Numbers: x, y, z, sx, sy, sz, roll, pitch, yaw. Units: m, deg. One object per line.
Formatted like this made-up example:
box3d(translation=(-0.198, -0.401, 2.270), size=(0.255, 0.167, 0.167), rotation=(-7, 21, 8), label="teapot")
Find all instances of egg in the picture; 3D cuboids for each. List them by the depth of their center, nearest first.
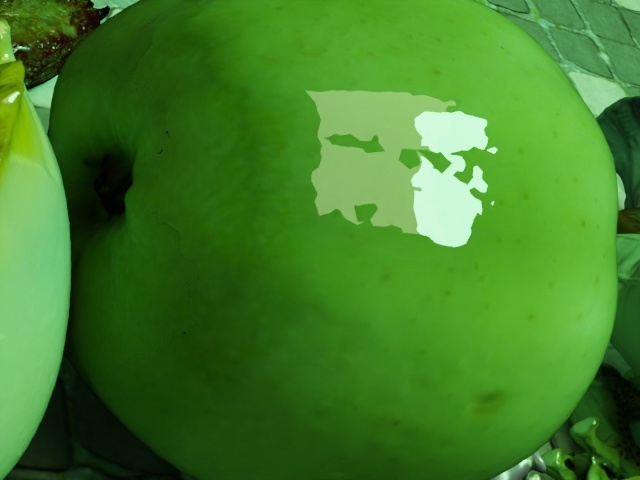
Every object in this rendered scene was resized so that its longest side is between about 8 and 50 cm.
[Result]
box3d(translation=(-0.221, 0.028, 0.708), size=(0.174, 0.264, 0.286), rotation=(33, 70, -40), label="egg")

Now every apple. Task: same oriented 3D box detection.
box3d(translation=(0.000, 0.000, 0.820), size=(0.357, 0.357, 0.357), rotation=(20, 40, -18), label="apple")

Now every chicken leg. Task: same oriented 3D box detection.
box3d(translation=(-0.263, -0.159, 1.023), size=(0.106, 0.051, 0.253), rotation=(45, 39, 22), label="chicken leg")

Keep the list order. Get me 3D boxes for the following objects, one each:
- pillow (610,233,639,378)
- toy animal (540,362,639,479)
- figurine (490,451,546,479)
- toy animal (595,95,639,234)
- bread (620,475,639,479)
box3d(translation=(0.353, 0.119, 1.003), size=(0.120, 0.255, 0.322), rotation=(-48, 111, -11), label="pillow")
box3d(translation=(0.228, 0.153, 1.039), size=(0.136, 0.073, 0.181), rotation=(35, 30, -28), label="toy animal")
box3d(translation=(0.132, 0.220, 0.884), size=(0.115, 0.094, 0.156), rotation=(-24, 51, -13), label="figurine")
box3d(translation=(0.328, 0.008, 1.226), size=(0.185, 0.122, 0.298), rotation=(7, 57, -26), label="toy animal")
box3d(translation=(0.304, 0.308, 0.856), size=(0.195, 0.149, 0.344), rotation=(26, 35, -46), label="bread")
